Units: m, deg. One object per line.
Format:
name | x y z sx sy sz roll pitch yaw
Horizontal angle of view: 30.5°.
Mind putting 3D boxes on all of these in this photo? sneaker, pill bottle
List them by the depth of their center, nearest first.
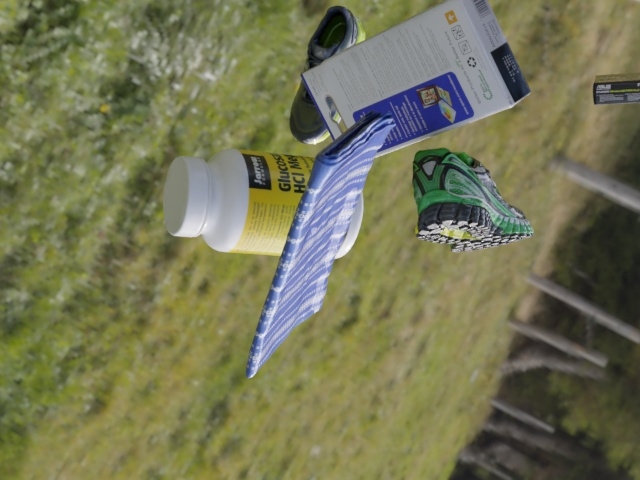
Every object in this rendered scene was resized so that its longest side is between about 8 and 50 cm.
sneaker | 0.243 -0.066 1.845 0.343 0.134 0.146 20 61 -65
pill bottle | -0.106 -0.068 2.136 0.188 0.333 0.188 -15 -107 62
sneaker | 0.000 -0.339 2.359 0.121 0.111 0.300 47 57 -69

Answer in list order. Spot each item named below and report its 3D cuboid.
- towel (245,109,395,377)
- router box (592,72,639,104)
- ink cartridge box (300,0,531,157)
towel | 0.000 0.000 1.562 0.243 0.040 0.336 -44 156 -60
router box | 0.506 -0.247 1.904 0.092 0.122 0.038 -44 130 -68
ink cartridge box | 0.134 -0.241 1.790 0.371 0.176 0.069 -18 -167 48
